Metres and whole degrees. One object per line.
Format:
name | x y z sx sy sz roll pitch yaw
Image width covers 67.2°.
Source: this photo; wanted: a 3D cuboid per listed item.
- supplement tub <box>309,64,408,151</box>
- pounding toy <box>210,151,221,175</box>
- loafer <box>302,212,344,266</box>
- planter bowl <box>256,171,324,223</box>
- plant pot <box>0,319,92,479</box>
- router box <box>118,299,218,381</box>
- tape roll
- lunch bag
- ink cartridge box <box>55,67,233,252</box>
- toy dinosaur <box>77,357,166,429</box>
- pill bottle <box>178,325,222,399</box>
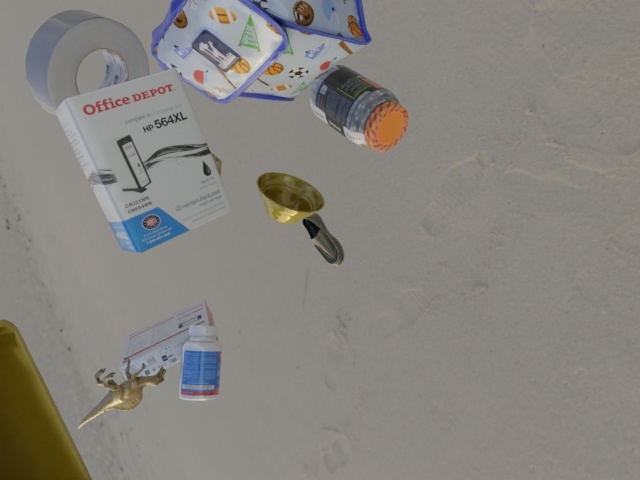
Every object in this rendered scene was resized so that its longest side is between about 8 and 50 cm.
supplement tub | 0.122 -0.420 1.540 0.316 0.193 0.193 46 145 40
pounding toy | -0.304 -0.136 1.034 0.181 0.094 0.206 -25 49 24
loafer | 0.000 0.000 1.927 0.094 0.087 0.251 -45 70 29
planter bowl | -0.103 -0.114 1.477 0.217 0.217 0.090 45 127 32
plant pot | -0.291 0.203 0.293 0.212 0.187 0.212 -93 -17 -81
router box | -0.561 0.368 1.801 0.082 0.335 0.301 68 170 -16
tape roll | -0.444 -0.324 0.936 0.072 0.219 0.219 28 136 23
lunch bag | -0.139 -0.462 1.060 0.328 0.385 0.239 -19 80 49
ink cartridge box | -0.230 -0.105 0.643 0.086 0.148 0.203 6 121 56
toy dinosaur | -0.376 0.280 0.888 0.053 0.183 0.092 20 135 60
pill bottle | -0.374 0.380 1.513 0.124 0.124 0.221 -16 69 60
